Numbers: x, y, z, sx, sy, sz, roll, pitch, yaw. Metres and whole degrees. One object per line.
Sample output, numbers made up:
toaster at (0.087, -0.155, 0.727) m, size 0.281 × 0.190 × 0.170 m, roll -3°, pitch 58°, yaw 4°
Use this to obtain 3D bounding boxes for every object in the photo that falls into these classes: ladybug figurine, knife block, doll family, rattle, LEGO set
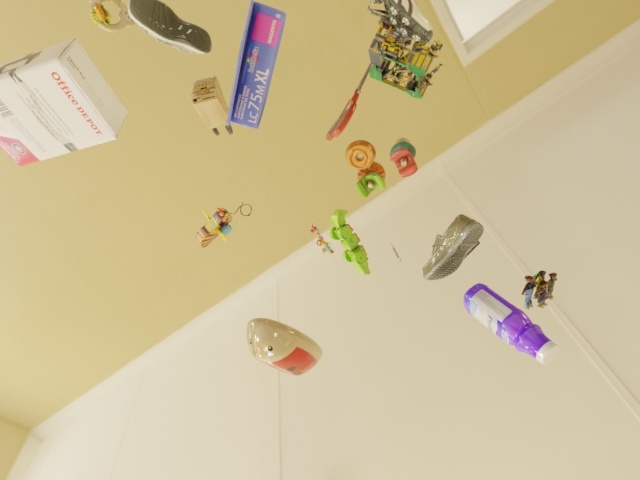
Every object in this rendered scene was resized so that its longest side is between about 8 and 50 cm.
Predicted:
ladybug figurine at (-0.157, 0.463, 1.815) m, size 0.305 × 0.449 × 0.162 m, roll 7°, pitch -114°, yaw 30°
knife block at (-0.386, -0.464, 1.585) m, size 0.088 × 0.242 × 0.275 m, roll -16°, pitch -143°, yaw -1°
doll family at (0.721, 0.154, 1.415) m, size 0.076 × 0.111 × 0.193 m, roll 14°, pitch -156°, yaw 38°
rattle at (-0.699, -0.813, 1.518) m, size 0.143 × 0.200 × 0.130 m, roll -6°, pitch -90°, yaw 56°
LEGO set at (0.282, -0.620, 1.382) m, size 0.255 × 0.331 × 0.192 m, roll 27°, pitch -85°, yaw 17°

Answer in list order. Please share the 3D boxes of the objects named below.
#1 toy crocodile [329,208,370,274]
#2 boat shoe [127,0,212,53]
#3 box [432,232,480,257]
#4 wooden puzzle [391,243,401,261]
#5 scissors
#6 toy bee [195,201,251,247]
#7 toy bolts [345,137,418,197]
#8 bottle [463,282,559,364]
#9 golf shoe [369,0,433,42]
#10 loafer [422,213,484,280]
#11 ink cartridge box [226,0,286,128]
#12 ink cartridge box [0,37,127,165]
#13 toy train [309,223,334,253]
toy crocodile at (0.143, 0.013, 2.004) m, size 0.105 × 0.340 × 0.115 m, roll -36°, pitch -166°, yaw -21°
boat shoe at (-0.531, -0.735, 1.499) m, size 0.103 × 0.320 × 0.118 m, roll 1°, pitch -89°, yaw 35°
box at (0.473, 0.015, 1.509) m, size 0.116 × 0.029 × 0.162 m, roll -47°, pitch -159°, yaw 8°
wooden puzzle at (0.305, 0.050, 1.734) m, size 0.006 × 0.083 × 0.049 m, roll -29°, pitch 169°, yaw 11°
scissors at (0.094, -0.369, 1.088) m, size 0.297 × 0.021 × 0.109 m, roll -60°, pitch -167°, yaw -18°
toy bee at (-0.492, -0.100, 2.054) m, size 0.195 × 0.162 × 0.298 m, roll 27°, pitch -100°, yaw 14°
toy bolts at (0.208, -0.293, 1.475) m, size 0.228 × 0.218 × 0.158 m, roll -20°, pitch -146°, yaw 22°
bottle at (0.543, 0.239, 1.238) m, size 0.092 × 0.118 × 0.283 m, roll -35°, pitch -138°, yaw -9°
golf shoe at (0.221, -0.661, 1.162) m, size 0.120 × 0.273 × 0.105 m, roll -45°, pitch 180°, yaw 7°
loafer at (0.384, 0.023, 1.283) m, size 0.251 × 0.094 × 0.087 m, roll -58°, pitch -140°, yaw 33°
ink cartridge box at (-0.116, -0.310, 0.765) m, size 0.311 × 0.065 × 0.185 m, roll -104°, pitch -150°, yaw -66°
ink cartridge box at (-0.538, -0.265, 0.845) m, size 0.237 × 0.172 × 0.100 m, roll -13°, pitch -134°, yaw 10°
toy train at (0.000, 0.000, 2.041) m, size 0.046 × 0.125 × 0.166 m, roll -34°, pitch -125°, yaw -8°
